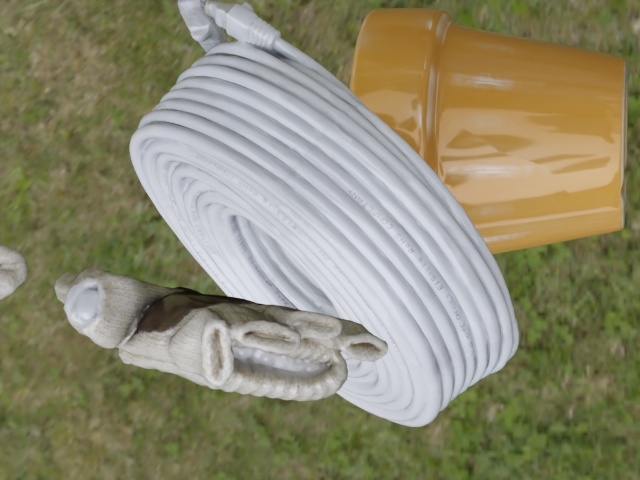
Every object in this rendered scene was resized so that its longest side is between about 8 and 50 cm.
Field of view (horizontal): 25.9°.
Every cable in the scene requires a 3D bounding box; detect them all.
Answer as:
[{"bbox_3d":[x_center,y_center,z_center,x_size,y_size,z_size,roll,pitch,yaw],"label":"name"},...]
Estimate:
[{"bbox_3d":[0.000,0.000,0.833,0.257,0.089,0.257,37,160,27],"label":"cable"}]

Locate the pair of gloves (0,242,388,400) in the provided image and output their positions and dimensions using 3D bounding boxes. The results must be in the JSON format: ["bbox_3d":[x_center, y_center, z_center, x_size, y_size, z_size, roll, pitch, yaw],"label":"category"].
[{"bbox_3d":[-0.109,0.027,0.548,0.240,0.204,0.042,13,85,-33],"label":"pair of gloves"}]

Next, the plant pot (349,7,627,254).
[{"bbox_3d":[0.133,-0.073,1.041,0.188,0.205,0.205,1,117,14],"label":"plant pot"}]
